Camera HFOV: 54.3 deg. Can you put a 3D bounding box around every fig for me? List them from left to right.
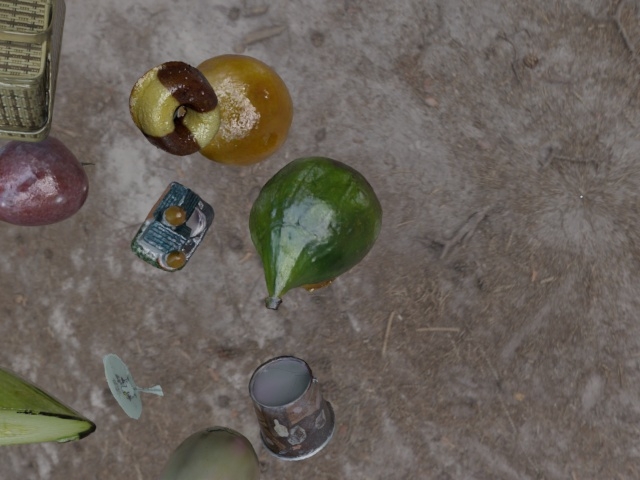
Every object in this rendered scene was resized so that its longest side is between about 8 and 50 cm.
[{"bbox_3d":[-0.020,-0.002,0.929,0.203,0.235,0.203,9,129,11],"label":"fig"}]

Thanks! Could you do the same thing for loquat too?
[{"bbox_3d":[-0.238,-0.368,1.783,0.329,0.328,0.328,2,94,23],"label":"loquat"}]

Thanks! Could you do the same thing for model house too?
[{"bbox_3d":[-0.426,-0.041,1.902,0.190,0.301,0.271,35,75,-17],"label":"model house"}]

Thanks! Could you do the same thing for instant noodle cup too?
[{"bbox_3d":[-0.083,0.439,1.670,0.218,0.217,0.207,3,131,22],"label":"instant noodle cup"}]

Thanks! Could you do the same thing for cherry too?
[{"bbox_3d":[-0.709,-0.157,1.581,0.236,0.285,0.212,41,143,33],"label":"cherry"}]

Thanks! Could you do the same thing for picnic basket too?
[{"bbox_3d":[-0.514,-0.323,0.940,0.228,0.175,0.312,3,66,-17],"label":"picnic basket"}]

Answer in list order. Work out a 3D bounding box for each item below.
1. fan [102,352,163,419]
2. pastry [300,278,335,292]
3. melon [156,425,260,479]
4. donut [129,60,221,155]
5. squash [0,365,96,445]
[{"bbox_3d":[-0.581,0.462,1.952,0.415,0.012,0.233,-8,103,49],"label":"fan"},{"bbox_3d":[0.000,0.000,1.791,0.184,0.284,0.315,14,138,14],"label":"pastry"},{"bbox_3d":[-0.254,0.558,1.391,0.223,0.317,0.223,8,122,14],"label":"melon"},{"bbox_3d":[-0.261,-0.238,1.164,0.166,0.184,0.073,-33,55,-20],"label":"donut"},{"bbox_3d":[-0.480,0.280,0.948,0.204,0.237,0.155,-36,67,-20],"label":"squash"}]
